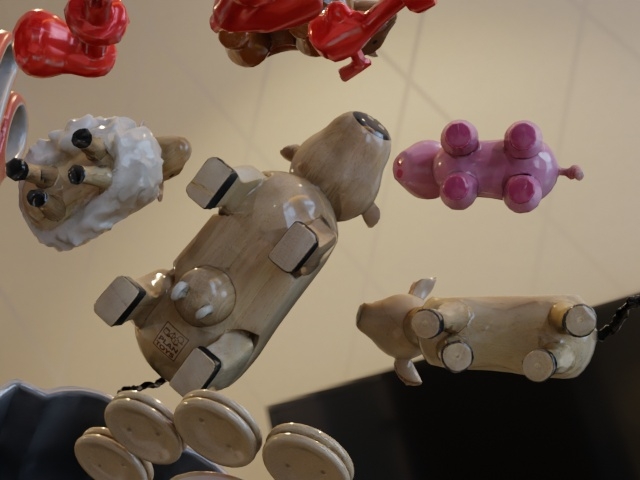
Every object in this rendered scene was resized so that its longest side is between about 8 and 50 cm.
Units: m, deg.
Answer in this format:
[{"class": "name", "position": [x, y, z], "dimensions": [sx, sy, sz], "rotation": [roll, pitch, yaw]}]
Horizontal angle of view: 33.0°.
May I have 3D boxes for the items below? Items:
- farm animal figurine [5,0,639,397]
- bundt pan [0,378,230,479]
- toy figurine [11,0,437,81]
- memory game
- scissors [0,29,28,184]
[{"class": "farm animal figurine", "position": [0.000, 0.000, 0.726], "dimensions": [0.327, 0.330, 0.172], "rotation": [-34, -9, 9]}, {"class": "bundt pan", "position": [-0.197, 0.266, 0.766], "dimensions": [0.331, 0.331, 0.124], "rotation": [3, -44, -37]}, {"class": "toy figurine", "position": [-0.128, -0.183, 0.348], "dimensions": [0.363, 0.217, 0.191], "rotation": [-1, -11, -12]}, {"class": "memory game", "position": [-0.025, 0.131, 0.462], "dimensions": [0.186, 0.186, 0.012], "rotation": [-34, 15, 45]}, {"class": "scissors", "position": [-0.237, -0.010, 0.713], "dimensions": [0.021, 0.297, 0.109], "rotation": [7, -36, -1]}]
